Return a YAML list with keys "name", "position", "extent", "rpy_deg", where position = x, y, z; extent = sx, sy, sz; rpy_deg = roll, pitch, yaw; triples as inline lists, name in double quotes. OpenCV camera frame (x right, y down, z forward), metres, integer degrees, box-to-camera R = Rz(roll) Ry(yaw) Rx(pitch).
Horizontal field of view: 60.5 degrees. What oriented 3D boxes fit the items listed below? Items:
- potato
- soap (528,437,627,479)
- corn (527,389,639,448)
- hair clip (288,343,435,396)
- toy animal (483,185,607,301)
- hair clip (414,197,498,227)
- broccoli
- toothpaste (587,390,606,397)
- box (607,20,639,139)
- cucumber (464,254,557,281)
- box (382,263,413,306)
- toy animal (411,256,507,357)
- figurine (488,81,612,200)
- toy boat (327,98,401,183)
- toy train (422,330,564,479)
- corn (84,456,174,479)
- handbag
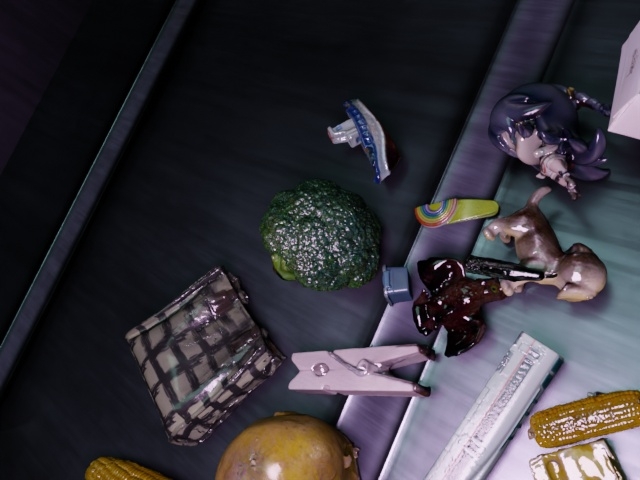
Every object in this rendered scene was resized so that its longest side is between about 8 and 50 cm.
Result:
- name: "potato"
  position: [-0.131, 0.487, 1.101]
  extent: [0.397, 0.296, 0.290]
  rpy_deg: [-27, 57, 18]
- name: "soap"
  position: [0.445, 0.453, 0.886]
  extent: [0.135, 0.076, 0.233]
  rpy_deg: [-26, 60, 22]
- name: "corn"
  position: [0.451, 0.304, 0.937]
  extent: [0.207, 0.068, 0.068]
  rpy_deg: [-30, 58, 29]
- name: "hair clip"
  position: [0.081, 0.284, 1.175]
  extent: [0.330, 0.085, 0.101]
  rpy_deg: [-12, 63, 35]
- name: "toy animal"
  position: [0.420, 0.031, 1.043]
  extent: [0.168, 0.121, 0.233]
  rpy_deg: [-38, 57, 27]
- name: "hair clip"
  position: [0.296, -0.061, 1.210]
  extent: [0.188, 0.033, 0.060]
  rpy_deg: [-7, 70, 30]
- name: "broccoli"
  position: [0.000, 0.000, 1.264]
  extent: [0.297, 0.297, 0.298]
  rpy_deg: [133, 138, -57]
- name: "toothpaste"
  position: [0.508, 0.280, 0.952]
  extent: [0.083, 0.019, 0.027]
  rpy_deg: [11, 64, 30]
- name: "box"
  position: [0.663, -0.260, 0.933]
  extent: [0.274, 0.116, 0.203]
  rpy_deg: [18, 70, 8]
- name: "cucumber"
  position: [0.342, 0.057, 1.001]
  extent: [0.163, 0.039, 0.043]
  rpy_deg: [13, 39, 40]
- name: "box"
  position: [0.168, 0.097, 1.190]
  extent: [0.054, 0.099, 0.074]
  rpy_deg: [-5, 67, 14]
- name: "toy animal"
  position: [0.280, 0.126, 1.122]
  extent: [0.179, 0.116, 0.219]
  rpy_deg: [-14, 61, -1]
- name: "figurine"
  position: [0.453, -0.205, 1.081]
  extent: [0.197, 0.175, 0.265]
  rpy_deg: [-34, 54, -16]
- name: "toy boat"
  position: [0.099, -0.245, 1.351]
  extent: [0.115, 0.114, 0.262]
  rpy_deg: [-33, 60, 2]
- name: "toy train"
  position: [0.298, 0.361, 1.011]
  extent: [0.088, 0.086, 0.407]
  rpy_deg: [34, 91, 31]
- name: "corn"
  position: [-0.453, 0.620, 1.351]
  extent: [0.363, 0.120, 0.121]
  rpy_deg: [2, 72, 34]
- name: "handbag"
  position: [-0.289, 0.278, 1.368]
  extent: [0.327, 0.162, 0.325]
  rpy_deg: [-40, 59, 3]
